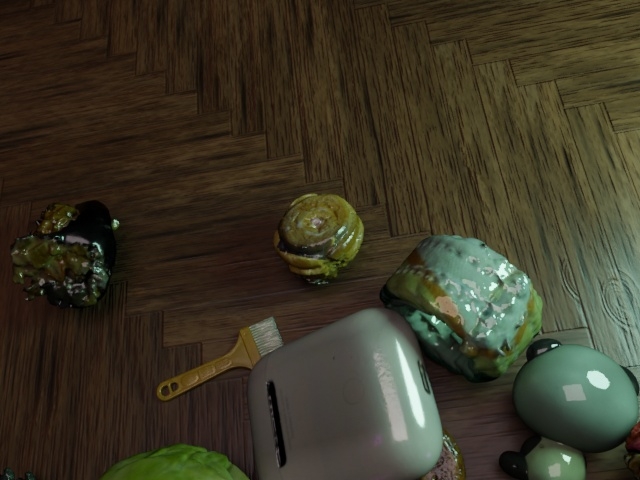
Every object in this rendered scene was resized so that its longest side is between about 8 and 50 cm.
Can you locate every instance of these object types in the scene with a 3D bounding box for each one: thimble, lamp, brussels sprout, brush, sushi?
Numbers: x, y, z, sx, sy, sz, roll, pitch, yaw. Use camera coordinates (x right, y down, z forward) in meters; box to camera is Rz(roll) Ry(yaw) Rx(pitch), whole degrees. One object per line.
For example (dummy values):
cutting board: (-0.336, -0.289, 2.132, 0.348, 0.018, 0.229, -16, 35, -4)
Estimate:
thimble: (0.243, 0.117, 1.105, 0.254, 0.288, 0.167, 43, 78, -5)
lamp: (0.408, 0.292, 1.056, 0.198, 0.198, 0.243, 19, 84, 18)
brussels sprout: (-0.250, 0.490, 1.042, 0.328, 0.247, 0.328, 2, 67, -6)
brush: (-0.201, 0.249, 1.275, 0.272, 0.013, 0.103, -25, 62, -2)
sushi: (-0.531, 0.021, 1.360, 0.200, 0.204, 0.213, 12, 104, -10)

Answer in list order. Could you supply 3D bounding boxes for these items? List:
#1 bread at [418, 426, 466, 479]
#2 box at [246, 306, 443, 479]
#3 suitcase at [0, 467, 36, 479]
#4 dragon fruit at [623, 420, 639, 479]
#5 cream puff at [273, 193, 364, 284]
bread: (0.157, 0.392, 1.113, 0.193, 0.064, 0.193, -4, 69, 11)
box: (0.027, 0.287, 1.086, 0.349, 0.141, 0.288, -29, 59, 28)
suitcase: (-0.543, 0.579, 1.108, 0.202, 0.128, 0.312, -32, 63, -6)
dragon fruit: (0.613, 0.344, 0.942, 0.315, 0.250, 0.250, 38, 75, 2)
cream puff: (0.000, 0.000, 1.296, 0.189, 0.129, 0.189, -10, 52, 13)
